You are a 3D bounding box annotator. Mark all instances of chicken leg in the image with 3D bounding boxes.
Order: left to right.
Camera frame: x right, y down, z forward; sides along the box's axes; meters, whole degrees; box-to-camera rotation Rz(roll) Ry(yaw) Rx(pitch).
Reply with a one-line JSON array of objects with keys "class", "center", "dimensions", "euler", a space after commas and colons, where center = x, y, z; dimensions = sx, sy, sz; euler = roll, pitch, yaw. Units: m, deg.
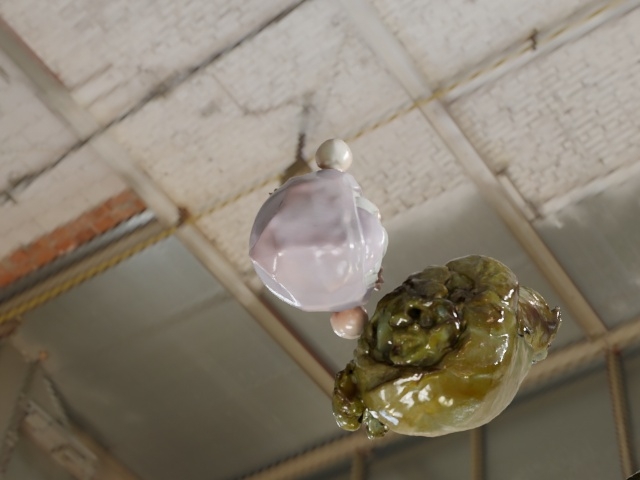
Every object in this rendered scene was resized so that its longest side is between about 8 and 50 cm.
[{"class": "chicken leg", "center": [0.167, 0.108, 1.326], "dimensions": [0.153, 0.429, 0.201], "euler": [22, -79, 23]}]

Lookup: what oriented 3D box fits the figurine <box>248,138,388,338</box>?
[{"class": "figurine", "center": [0.000, 0.000, 1.250], "dimensions": [0.133, 0.200, 0.276], "euler": [-5, -179, 2]}]

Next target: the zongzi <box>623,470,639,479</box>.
[{"class": "zongzi", "center": [0.249, 0.321, 1.218], "dimensions": [0.356, 0.174, 0.393], "euler": [-63, -153, 8]}]
